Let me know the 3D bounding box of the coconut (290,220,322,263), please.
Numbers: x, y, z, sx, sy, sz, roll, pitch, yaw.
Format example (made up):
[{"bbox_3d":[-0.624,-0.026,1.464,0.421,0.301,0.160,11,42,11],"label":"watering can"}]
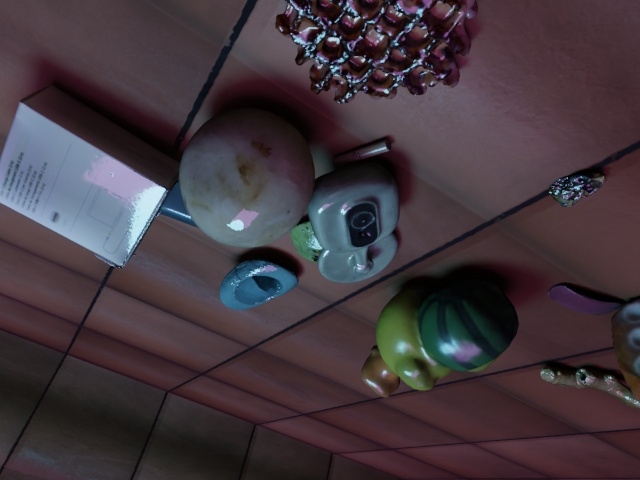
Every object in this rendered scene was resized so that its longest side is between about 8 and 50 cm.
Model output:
[{"bbox_3d":[0.001,0.005,0.909,0.133,0.055,0.158,16,145,-4],"label":"coconut"}]

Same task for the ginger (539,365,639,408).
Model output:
[{"bbox_3d":[0.681,0.343,1.124,0.288,0.075,0.089,8,141,18],"label":"ginger"}]

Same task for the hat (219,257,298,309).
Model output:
[{"bbox_3d":[-0.142,0.085,1.067,0.191,0.077,0.138,-28,138,22],"label":"hat"}]

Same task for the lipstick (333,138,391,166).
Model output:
[{"bbox_3d":[0.063,-0.133,0.718,0.094,0.018,0.019,-13,137,35],"label":"lipstick"}]

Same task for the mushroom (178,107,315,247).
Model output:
[{"bbox_3d":[-0.102,-0.089,0.722,0.208,0.207,0.215,6,176,13],"label":"mushroom"}]

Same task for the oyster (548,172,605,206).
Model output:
[{"bbox_3d":[0.374,-0.075,0.679,0.054,0.019,0.083,28,144,-17],"label":"oyster"}]

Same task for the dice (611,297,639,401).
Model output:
[{"bbox_3d":[0.648,0.200,0.833,0.179,0.174,0.174,38,140,-24],"label":"dice"}]

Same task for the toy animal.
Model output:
[{"bbox_3d":[0.227,0.183,0.959,0.191,0.216,0.338,52,135,-5],"label":"toy animal"}]

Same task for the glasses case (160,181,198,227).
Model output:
[{"bbox_3d":[-0.280,-0.064,0.918,0.266,0.056,0.105,21,145,-8],"label":"glasses case"}]

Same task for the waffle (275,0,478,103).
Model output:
[{"bbox_3d":[0.059,-0.251,0.523,0.221,0.055,0.234,0,148,18],"label":"waffle"}]

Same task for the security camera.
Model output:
[{"bbox_3d":[0.066,-0.003,0.809,0.157,0.080,0.301,-20,142,-4],"label":"security camera"}]

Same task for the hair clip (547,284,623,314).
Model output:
[{"bbox_3d":[0.510,0.117,0.901,0.137,0.022,0.054,17,149,-3],"label":"hair clip"}]

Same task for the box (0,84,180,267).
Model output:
[{"bbox_3d":[-0.394,-0.100,0.798,0.252,0.106,0.203,31,122,-16],"label":"box"}]
